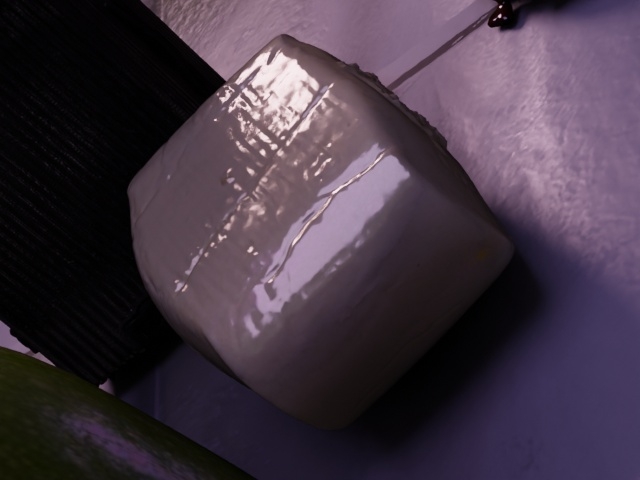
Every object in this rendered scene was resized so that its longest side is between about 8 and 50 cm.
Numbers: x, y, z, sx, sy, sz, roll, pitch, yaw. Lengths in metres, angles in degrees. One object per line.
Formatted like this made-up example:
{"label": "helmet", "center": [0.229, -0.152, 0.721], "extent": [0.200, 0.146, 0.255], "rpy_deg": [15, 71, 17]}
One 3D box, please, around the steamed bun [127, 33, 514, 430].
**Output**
{"label": "steamed bun", "center": [0.000, 0.000, 1.107], "extent": [0.200, 0.155, 0.250], "rpy_deg": [-48, 36, 7]}

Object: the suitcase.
{"label": "suitcase", "center": [-0.199, -0.081, 1.277], "extent": [0.230, 0.335, 0.152], "rpy_deg": [-40, 27, 15]}

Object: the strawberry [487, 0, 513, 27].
{"label": "strawberry", "center": [0.142, -0.290, 1.239], "extent": [0.234, 0.178, 0.234], "rpy_deg": [-37, 25, 21]}

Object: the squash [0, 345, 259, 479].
{"label": "squash", "center": [-0.191, 0.192, 0.984], "extent": [0.310, 0.309, 0.310], "rpy_deg": [-31, 35, 25]}
